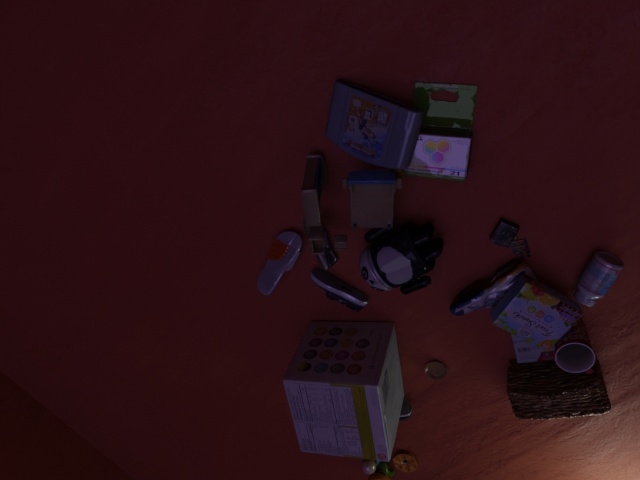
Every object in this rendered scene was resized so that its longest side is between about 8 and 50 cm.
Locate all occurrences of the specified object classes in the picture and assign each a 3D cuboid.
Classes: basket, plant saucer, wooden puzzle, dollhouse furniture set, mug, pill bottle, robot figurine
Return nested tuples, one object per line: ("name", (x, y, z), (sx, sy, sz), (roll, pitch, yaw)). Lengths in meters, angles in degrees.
("basket", (0.787, 0.526, 1.821), (0.299, 0.213, 0.223), (-13, 111, 24))
("plant saucer", (0.424, 0.475, 2.029), (0.083, 0.015, 0.084), (7, 118, 14))
("wooden puzzle", (0.624, 0.021, 1.730), (0.049, 0.006, 0.083), (-12, 112, 23))
("dollhouse furniture set", (0.110, -0.125, 1.733), (0.303, 0.198, 0.287), (-1, 131, 8))
("mug", (0.794, 0.333, 1.743), (0.113, 0.169, 0.150), (-8, 115, 21))
("pill bottle", (0.832, 0.117, 1.665), (0.087, 0.087, 0.160), (21, 122, 7))
("robot figurine", (0.254, 0.054, 1.769), (0.278, 0.173, 0.209), (-30, 63, 28))

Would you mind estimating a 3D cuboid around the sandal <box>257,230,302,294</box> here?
("sandal", (-0.140, 0.077, 1.970), (0.102, 0.076, 0.265), (41, 113, 22))

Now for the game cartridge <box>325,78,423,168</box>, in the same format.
("game cartridge", (0.145, -0.331, 1.616), (0.297, 0.062, 0.198), (29, 120, 28))

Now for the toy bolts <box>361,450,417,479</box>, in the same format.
("toy bolts", (0.259, 0.921, 2.234), (0.218, 0.158, 0.229), (-26, 106, 28))

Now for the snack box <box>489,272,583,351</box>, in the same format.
("snack box", (0.658, 0.223, 1.696), (0.207, 0.070, 0.175), (29, 116, -6))

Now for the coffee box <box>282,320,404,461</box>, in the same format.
("coffee box", (0.095, 0.523, 1.975), (0.334, 0.338, 0.338), (-2, 117, 19))

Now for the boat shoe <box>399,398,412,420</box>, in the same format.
("boat shoe", (0.213, 0.657, 2.146), (0.302, 0.114, 0.091), (3, 118, 30))

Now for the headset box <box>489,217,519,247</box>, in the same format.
("headset box", (0.567, -0.020, 1.712), (0.062, 0.032, 0.083), (25, 120, 4))

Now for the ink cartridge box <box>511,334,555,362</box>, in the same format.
("ink cartridge box", (0.696, 0.307, 1.817), (0.127, 0.072, 0.175), (-11, 112, 22))

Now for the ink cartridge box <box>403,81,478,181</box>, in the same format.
("ink cartridge box", (0.343, -0.314, 1.594), (0.188, 0.097, 0.255), (8, 119, 15))

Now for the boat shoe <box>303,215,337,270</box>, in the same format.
("boat shoe", (0.000, 0.000, 1.907), (0.064, 0.075, 0.206), (-26, 105, -17))

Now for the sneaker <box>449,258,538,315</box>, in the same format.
("sneaker", (0.559, 0.186, 1.778), (0.296, 0.112, 0.131), (-35, 102, 31))

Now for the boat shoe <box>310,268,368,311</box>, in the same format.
("boat shoe", (0.057, 0.184, 1.968), (0.228, 0.080, 0.076), (26, 120, -5))
